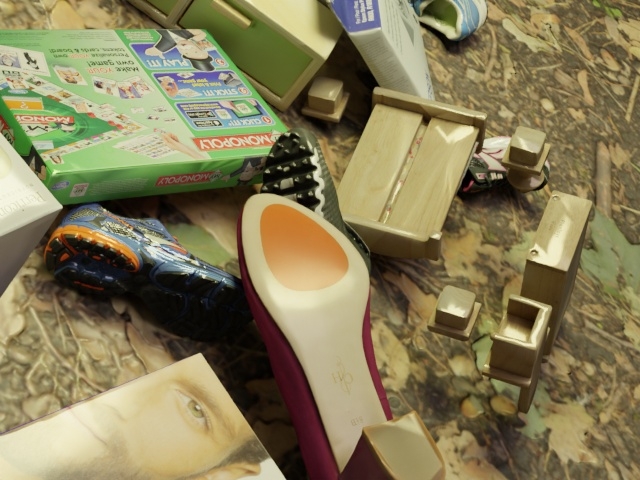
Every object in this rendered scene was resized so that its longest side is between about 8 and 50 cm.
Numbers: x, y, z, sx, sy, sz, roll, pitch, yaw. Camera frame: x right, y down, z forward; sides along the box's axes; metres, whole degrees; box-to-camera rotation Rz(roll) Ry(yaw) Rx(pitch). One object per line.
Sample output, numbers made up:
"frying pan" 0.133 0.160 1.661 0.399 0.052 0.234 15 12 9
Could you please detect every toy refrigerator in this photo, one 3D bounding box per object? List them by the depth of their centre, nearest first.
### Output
"toy refrigerator" -0.115 -0.273 1.623 0.269 0.102 0.094 36 42 -9

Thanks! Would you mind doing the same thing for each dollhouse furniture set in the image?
"dollhouse furniture set" 0.106 0.011 1.605 0.355 0.174 0.303 16 54 14

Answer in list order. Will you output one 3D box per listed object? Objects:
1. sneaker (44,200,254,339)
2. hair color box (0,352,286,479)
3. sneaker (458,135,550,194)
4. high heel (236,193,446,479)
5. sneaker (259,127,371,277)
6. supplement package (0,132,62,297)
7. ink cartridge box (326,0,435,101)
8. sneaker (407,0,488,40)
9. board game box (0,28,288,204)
"sneaker" -0.152 0.021 1.364 0.221 0.083 0.087 27 37 -21
"hair color box" -0.189 0.234 1.134 0.339 0.110 0.185 -20 68 -47
"sneaker" 0.195 -0.085 1.741 0.178 0.072 0.077 14 55 -15
"high heel" -0.007 0.135 1.347 0.127 0.181 0.377 -6 51 -24
"sneaker" 0.000 0.000 1.469 0.106 0.078 0.234 -5 85 -56
"supplement package" -0.390 -0.038 1.135 0.262 0.198 0.199 49 41 8
"ink cartridge box" 0.068 -0.274 1.709 0.224 0.045 0.223 53 22 -39
"sneaker" 0.133 -0.349 1.896 0.211 0.080 0.081 39 38 -3
"board game box" -0.194 -0.135 1.452 0.317 0.046 0.213 -8 50 -43
